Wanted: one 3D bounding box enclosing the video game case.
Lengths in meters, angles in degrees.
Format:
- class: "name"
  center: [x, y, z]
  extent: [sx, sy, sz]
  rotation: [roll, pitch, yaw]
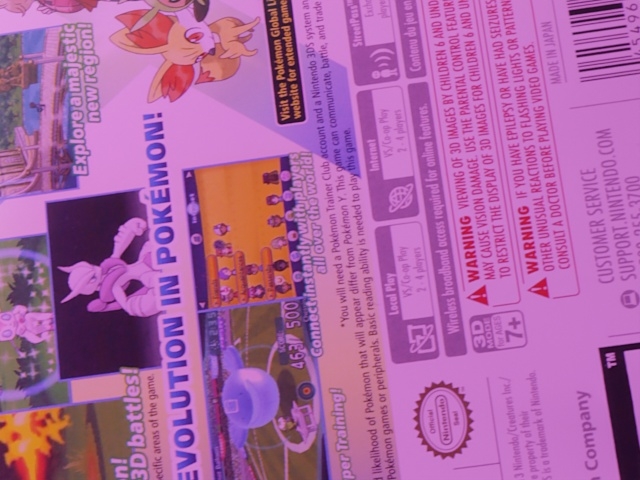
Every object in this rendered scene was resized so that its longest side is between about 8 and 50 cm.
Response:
- class: "video game case"
  center: [0.000, 0.000, 0.588]
  extent: [0.299, 0.036, 0.329]
  rotation: [-8, 75, 3]
